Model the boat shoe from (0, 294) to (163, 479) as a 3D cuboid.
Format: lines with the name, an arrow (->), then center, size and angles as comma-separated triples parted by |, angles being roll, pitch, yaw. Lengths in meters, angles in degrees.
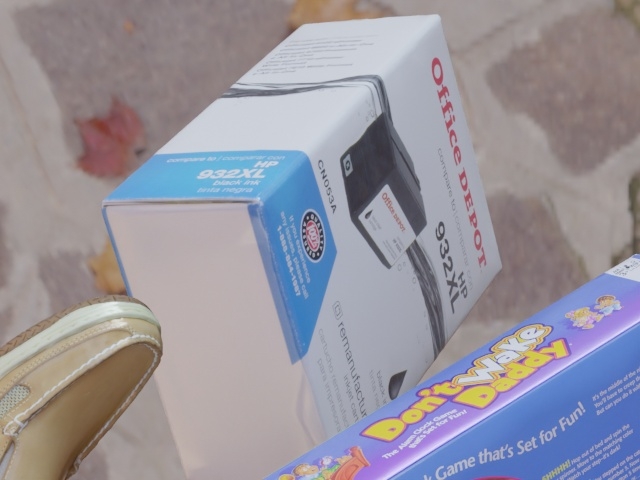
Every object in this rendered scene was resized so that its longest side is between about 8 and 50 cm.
boat shoe -> -0.137, 0.105, 0.861 | 0.190, 0.068, 0.072 | -42, 50, 11

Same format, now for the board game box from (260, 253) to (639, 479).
board game box -> 0.129, 0.191, 1.235 | 0.347, 0.233, 0.078 | -28, 23, -26

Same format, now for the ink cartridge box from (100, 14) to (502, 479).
ink cartridge box -> 0.000, 0.000, 1.376 | 0.129, 0.223, 0.307 | -2, 27, 29
